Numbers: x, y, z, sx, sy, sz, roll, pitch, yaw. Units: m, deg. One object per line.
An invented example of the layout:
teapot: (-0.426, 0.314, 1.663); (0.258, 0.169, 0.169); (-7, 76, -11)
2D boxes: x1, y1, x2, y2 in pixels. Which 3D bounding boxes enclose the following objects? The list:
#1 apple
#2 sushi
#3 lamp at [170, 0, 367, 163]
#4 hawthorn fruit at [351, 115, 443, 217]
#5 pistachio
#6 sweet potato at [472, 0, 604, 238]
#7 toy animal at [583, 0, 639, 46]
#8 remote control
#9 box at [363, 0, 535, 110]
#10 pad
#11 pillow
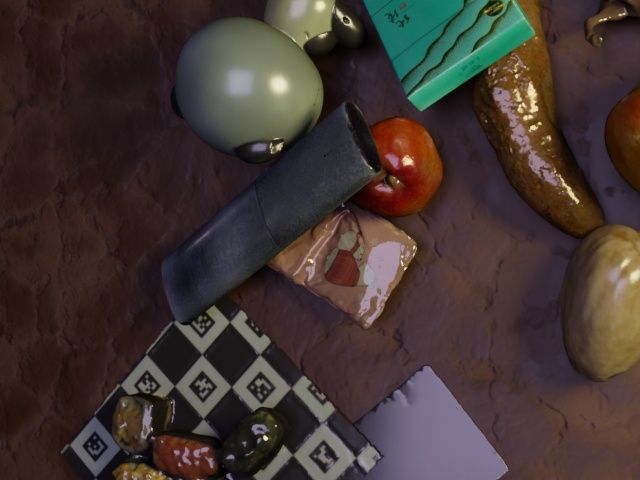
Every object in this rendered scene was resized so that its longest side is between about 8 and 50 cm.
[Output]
apple: (0.408, -0.116, 1.002); (0.196, 0.196, 0.196); (-1, 87, 20)
sushi: (-0.161, 0.290, 1.256); (0.343, 0.064, 0.359); (45, 102, 17)
lamp: (-0.071, -0.219, 1.194); (0.197, 0.198, 0.244); (37, 83, 18)
hawthorn fruit: (0.082, -0.088, 1.151); (0.125, 0.140, 0.125); (13, 110, 38)
pistachio: (0.329, 0.074, 1.068); (0.126, 0.108, 0.186); (15, 102, 38)
sweet potato: (0.240, -0.158, 1.119); (0.114, 0.092, 0.342); (-14, 83, -6)
toy animal: (0.413, -0.287, 1.050); (0.214, 0.186, 0.094); (10, 122, 41)
remote control: (-0.074, -0.025, 1.185); (0.377, 0.044, 0.107); (-38, 63, 33)
box: (0.142, -0.285, 1.136); (0.161, 0.042, 0.226); (-33, 53, 21)
pad: (0.095, 0.294, 1.195); (0.243, 0.004, 0.164); (-41, 76, 14)
pillow: (0.000, 0.000, 1.221); (0.248, 0.049, 0.135); (31, 97, 23)
